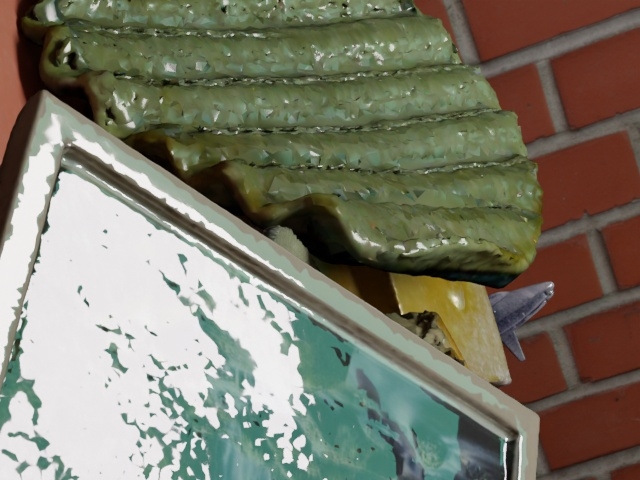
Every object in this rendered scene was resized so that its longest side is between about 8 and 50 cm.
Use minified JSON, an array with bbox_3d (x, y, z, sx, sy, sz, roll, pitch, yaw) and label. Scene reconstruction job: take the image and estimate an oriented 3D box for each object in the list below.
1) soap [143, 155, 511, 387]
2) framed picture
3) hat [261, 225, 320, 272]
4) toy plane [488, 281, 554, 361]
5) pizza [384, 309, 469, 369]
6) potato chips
[{"bbox_3d":[0.000,0.000,1.142,0.259,0.143,0.281,1,68,-47],"label":"soap"},{"bbox_3d":[-0.018,0.116,0.596,0.324,0.020,0.240,36,51,-36],"label":"framed picture"},{"bbox_3d":[-0.040,0.131,0.766,0.257,0.130,0.257,-17,90,-81],"label":"hat"},{"bbox_3d":[0.101,0.119,1.369,0.212,0.267,0.088,-74,139,-79],"label":"toy plane"},{"bbox_3d":[0.092,0.163,0.919,0.280,0.075,0.287,63,6,5],"label":"pizza"},{"bbox_3d":[0.008,-0.097,0.999,0.358,0.070,0.429,46,30,22],"label":"potato chips"}]
